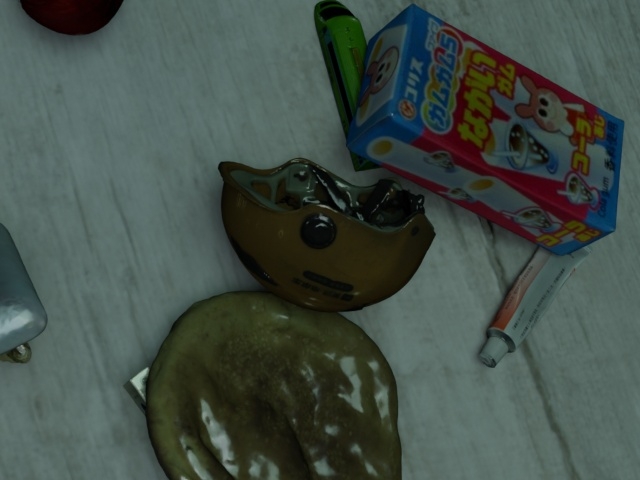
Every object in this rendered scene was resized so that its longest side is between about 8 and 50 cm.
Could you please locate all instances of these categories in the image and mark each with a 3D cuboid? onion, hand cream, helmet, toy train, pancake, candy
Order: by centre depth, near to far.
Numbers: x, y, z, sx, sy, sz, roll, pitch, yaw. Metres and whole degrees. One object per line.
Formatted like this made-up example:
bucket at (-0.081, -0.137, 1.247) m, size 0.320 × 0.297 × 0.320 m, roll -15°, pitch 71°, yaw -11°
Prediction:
candy at (-0.331, 0.065, 0.866) m, size 0.174 × 0.071 × 0.138 m, roll -27°, pitch 53°, yaw -13°
pancake at (-0.032, 0.171, 0.986) m, size 0.294 × 0.049 × 0.295 m, roll 16°, pitch 57°, yaw -27°
helmet at (0.000, 0.000, 1.016) m, size 0.224 × 0.198 × 0.130 m, roll 8°, pitch 104°, yaw -10°
onion at (-0.251, -0.275, 1.025) m, size 0.131 × 0.131 × 0.131 m, roll 5°, pitch 73°, yaw -18°
candy at (0.188, -0.117, 1.123) m, size 0.305 × 0.100 × 0.157 m, roll 24°, pitch 61°, yaw -19°
toy train at (0.038, -0.184, 1.148) m, size 0.044 × 0.042 × 0.209 m, roll -11°, pitch 79°, yaw -23°
hand cream at (0.240, 0.059, 1.160) m, size 0.216 × 0.038 × 0.052 m, roll -49°, pitch 118°, yaw -30°

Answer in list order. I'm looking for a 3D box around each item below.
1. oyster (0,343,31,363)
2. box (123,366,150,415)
oyster at (-0.349, 0.038, 0.948) m, size 0.106 × 0.061 × 0.200 m, roll -20°, pitch 77°, yaw -13°
box at (-0.153, 0.163, 0.973) m, size 0.024 × 0.054 × 0.083 m, roll -36°, pitch 89°, yaw -21°
